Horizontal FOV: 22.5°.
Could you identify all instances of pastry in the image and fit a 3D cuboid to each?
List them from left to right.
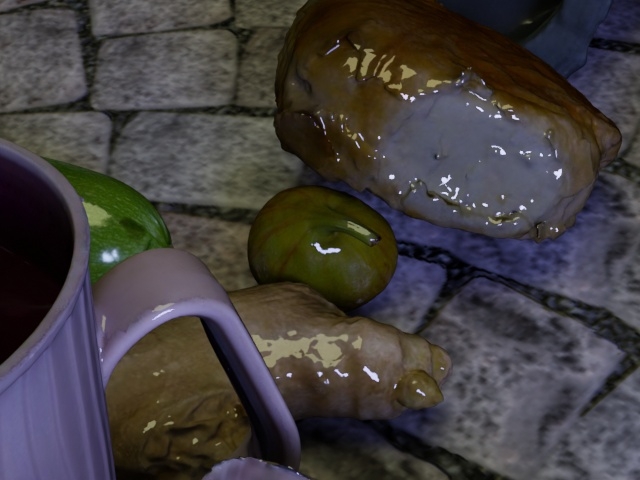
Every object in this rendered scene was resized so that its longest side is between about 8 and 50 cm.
[{"bbox_3d":[0.070,-0.081,0.981,0.229,0.100,0.218,4,30,-47],"label":"pastry"}]

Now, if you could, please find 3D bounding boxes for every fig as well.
[{"bbox_3d":[0.000,0.000,0.927,0.084,0.098,0.082,39,70,17],"label":"fig"}]

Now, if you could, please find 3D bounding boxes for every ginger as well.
[{"bbox_3d":[-0.044,0.069,0.864,0.213,0.074,0.137,-20,43,-12],"label":"ginger"}]

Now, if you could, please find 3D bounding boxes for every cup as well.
[{"bbox_3d":[-0.169,0.095,0.682,0.208,0.273,0.288,24,46,30],"label":"cup"}]

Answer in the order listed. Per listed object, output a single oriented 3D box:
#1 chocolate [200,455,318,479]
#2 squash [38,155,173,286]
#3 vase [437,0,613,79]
[{"bbox_3d":[0.059,0.213,0.626,0.303,0.100,0.185,19,77,15],"label":"chocolate"},{"bbox_3d":[-0.263,-0.027,0.982,0.378,0.101,0.101,16,43,17],"label":"squash"},{"bbox_3d":[0.171,-0.267,1.159,0.245,0.245,0.291,23,40,29],"label":"vase"}]
